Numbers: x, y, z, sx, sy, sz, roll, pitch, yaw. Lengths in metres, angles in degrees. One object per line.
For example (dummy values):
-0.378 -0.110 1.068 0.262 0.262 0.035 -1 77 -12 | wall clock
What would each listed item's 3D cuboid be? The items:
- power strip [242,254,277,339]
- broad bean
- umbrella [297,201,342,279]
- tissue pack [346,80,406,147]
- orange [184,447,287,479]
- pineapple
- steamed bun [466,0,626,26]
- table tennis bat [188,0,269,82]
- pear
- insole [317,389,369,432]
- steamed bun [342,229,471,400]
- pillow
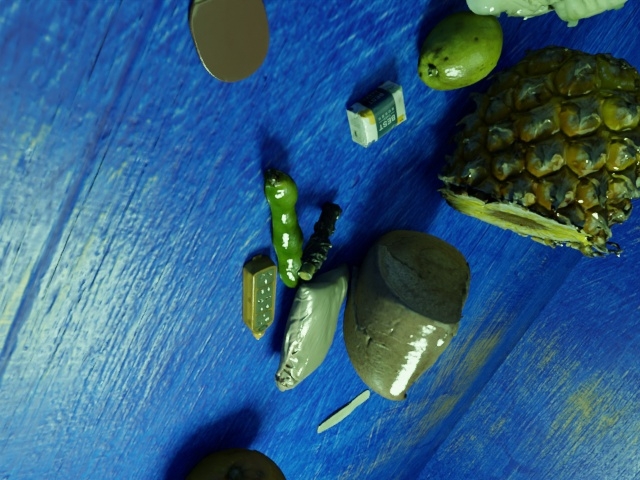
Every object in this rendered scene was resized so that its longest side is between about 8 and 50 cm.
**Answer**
-0.099 0.100 0.718 0.049 0.028 0.178 -22 136 -34 | power strip
-0.049 -0.013 0.650 0.052 0.053 0.256 -7 139 -2 | broad bean
0.000 0.000 0.670 0.037 0.040 0.144 -45 -163 51 | umbrella
0.083 -0.185 0.645 0.083 0.042 0.062 -39 140 -15 | tissue pack
-0.166 0.528 0.849 0.240 0.240 0.240 -27 138 -27 | orange
0.401 -0.151 0.771 0.352 0.352 0.300 23 97 -52 | pineapple
0.303 -0.425 0.522 0.267 0.207 0.280 -10 162 -1 | steamed bun
-0.097 -0.236 0.441 0.087 0.013 0.157 -33 142 -18 | table tennis bat
0.202 -0.273 0.636 0.131 0.107 0.107 -45 144 -13 | pear
0.067 0.483 1.242 0.192 0.010 0.063 -26 137 -28 | insole
0.138 0.115 0.828 0.252 0.199 0.301 -61 176 31 | steamed bun
-0.013 0.158 0.814 0.173 0.067 0.270 -31 143 -53 | pillow
